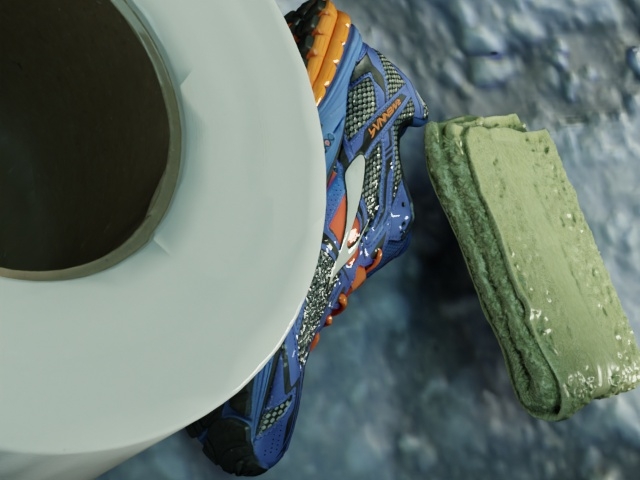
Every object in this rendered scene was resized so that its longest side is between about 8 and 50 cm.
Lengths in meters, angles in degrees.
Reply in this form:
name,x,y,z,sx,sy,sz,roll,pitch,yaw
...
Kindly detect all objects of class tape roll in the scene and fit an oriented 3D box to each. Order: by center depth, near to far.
name,x,y,z,sx,sy,sz,roll,pitch,yaw
tape roll,-0.143,-0.018,0.605,0.246,0.169,0.246,17,58,-30

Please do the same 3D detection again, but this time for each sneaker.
name,x,y,z,sx,sy,sz,roll,pitch,yaw
sneaker,0.000,0.000,0.741,0.087,0.083,0.221,26,64,-23

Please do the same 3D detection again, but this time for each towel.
name,x,y,z,sx,sy,sz,roll,pitch,yaw
towel,0.098,0.008,0.789,0.110,0.027,0.148,-9,73,-58
